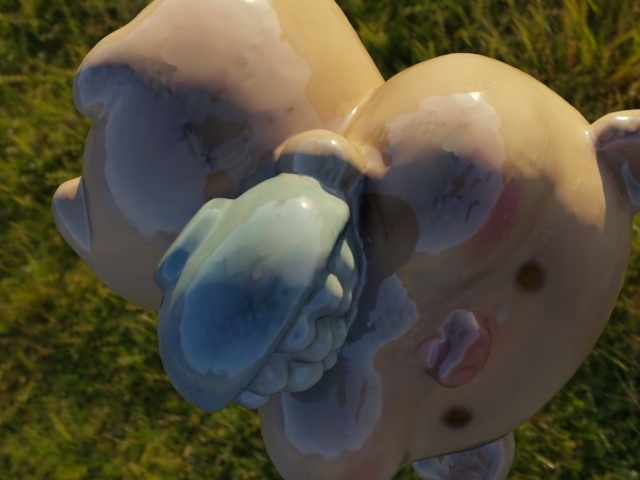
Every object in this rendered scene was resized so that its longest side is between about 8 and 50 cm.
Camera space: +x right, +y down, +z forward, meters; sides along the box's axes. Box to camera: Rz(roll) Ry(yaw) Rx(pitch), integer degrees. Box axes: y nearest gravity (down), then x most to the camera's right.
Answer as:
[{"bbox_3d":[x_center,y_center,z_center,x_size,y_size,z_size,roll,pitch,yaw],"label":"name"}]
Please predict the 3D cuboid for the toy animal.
[{"bbox_3d":[0.005,-0.008,0.660,0.221,0.230,0.210,50,128,44],"label":"toy animal"}]
